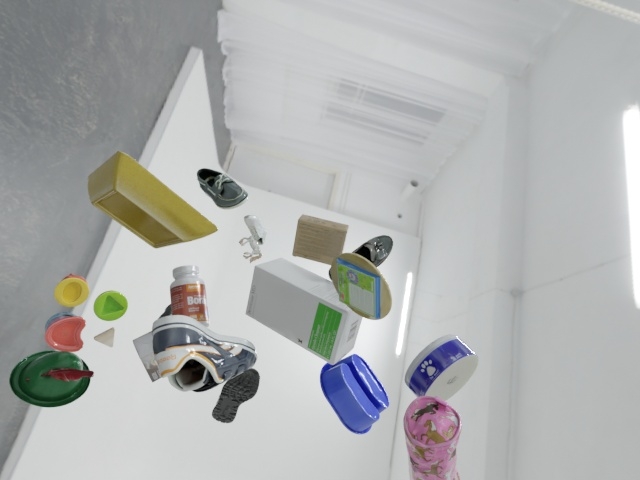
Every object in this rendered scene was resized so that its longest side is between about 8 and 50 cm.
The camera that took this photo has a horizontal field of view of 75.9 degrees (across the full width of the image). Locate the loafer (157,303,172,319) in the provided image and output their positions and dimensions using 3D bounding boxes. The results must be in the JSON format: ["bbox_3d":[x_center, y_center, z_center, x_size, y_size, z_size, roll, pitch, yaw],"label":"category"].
[{"bbox_3d":[-0.590,0.304,1.655,0.080,0.078,0.220,-38,-167,2],"label":"loafer"}]

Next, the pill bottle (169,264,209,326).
[{"bbox_3d":[-0.457,0.202,1.424,0.121,0.121,0.216,117,-37,-68],"label":"pill bottle"}]

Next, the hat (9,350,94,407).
[{"bbox_3d":[-0.649,0.297,1.033,0.184,0.208,0.173,-59,-169,26],"label":"hat"}]

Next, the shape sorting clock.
[{"bbox_3d":[0.107,0.124,1.104,0.040,0.206,0.206,-37,158,-38],"label":"shape sorting clock"}]

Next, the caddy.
[{"bbox_3d":[0.140,0.680,1.825,0.179,0.341,0.241,-43,166,31],"label":"caddy"}]

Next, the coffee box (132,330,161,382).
[{"bbox_3d":[-0.680,0.477,1.722,0.098,0.141,0.247,50,-31,28],"label":"coffee box"}]

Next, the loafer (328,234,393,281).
[{"bbox_3d":[0.150,0.060,1.399,0.267,0.096,0.084,-31,167,-18],"label":"loafer"}]

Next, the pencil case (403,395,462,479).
[{"bbox_3d":[0.330,0.625,1.191,0.167,0.159,0.386,-87,167,-55],"label":"pencil case"}]

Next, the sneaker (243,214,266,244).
[{"bbox_3d":[-0.241,-0.039,1.537,0.152,0.053,0.061,60,21,-51],"label":"sneaker"}]

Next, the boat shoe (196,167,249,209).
[{"bbox_3d":[-0.393,-0.209,1.603,0.116,0.319,0.099,-41,131,-19],"label":"boat shoe"}]

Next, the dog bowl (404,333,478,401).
[{"bbox_3d":[0.440,0.473,1.487,0.104,0.264,0.265,46,-52,43],"label":"dog bowl"}]

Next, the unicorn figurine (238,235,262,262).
[{"bbox_3d":[-0.304,0.011,1.835,0.060,0.111,0.162,24,-50,64],"label":"unicorn figurine"}]

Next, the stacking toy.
[{"bbox_3d":[-0.986,0.302,1.729,0.130,0.279,0.309,22,-86,56],"label":"stacking toy"}]

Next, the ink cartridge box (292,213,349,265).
[{"bbox_3d":[0.000,0.000,1.922,0.088,0.234,0.194,-63,167,-66],"label":"ink cartridge box"}]

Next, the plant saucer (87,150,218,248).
[{"bbox_3d":[-0.515,-0.083,1.202,0.332,0.332,0.081,-9,-133,47],"label":"plant saucer"}]

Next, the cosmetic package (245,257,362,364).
[{"bbox_3d":[-0.052,0.219,1.350,0.155,0.365,0.197,-17,124,-58],"label":"cosmetic package"}]

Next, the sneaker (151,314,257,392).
[{"bbox_3d":[-0.250,0.277,0.917,0.321,0.126,0.128,43,27,-52],"label":"sneaker"}]

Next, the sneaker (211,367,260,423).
[{"bbox_3d":[-0.292,0.505,1.429,0.283,0.107,0.124,-53,-167,29],"label":"sneaker"}]
